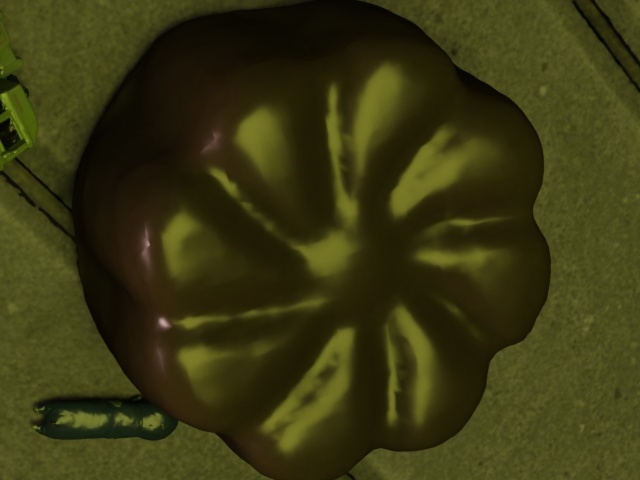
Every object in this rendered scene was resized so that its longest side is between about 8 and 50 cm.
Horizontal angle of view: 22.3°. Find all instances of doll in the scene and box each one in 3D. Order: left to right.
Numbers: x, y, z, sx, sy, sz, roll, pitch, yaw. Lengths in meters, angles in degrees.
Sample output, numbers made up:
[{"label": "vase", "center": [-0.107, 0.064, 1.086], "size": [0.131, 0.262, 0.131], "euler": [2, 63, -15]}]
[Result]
[{"label": "doll", "center": [-0.180, 0.150, 1.358], "size": [0.125, 0.027, 0.037], "euler": [4, 108, -20]}]

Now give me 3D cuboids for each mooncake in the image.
[{"label": "mooncake", "center": [0.000, 0.000, 1.275], "size": [0.378, 0.201, 0.378], "euler": [-8, 113, -20]}]

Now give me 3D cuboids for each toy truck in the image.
[{"label": "toy truck", "center": [-0.268, -0.131, 1.187], "size": [0.100, 0.077, 0.169], "euler": [-34, 116, -22]}]
